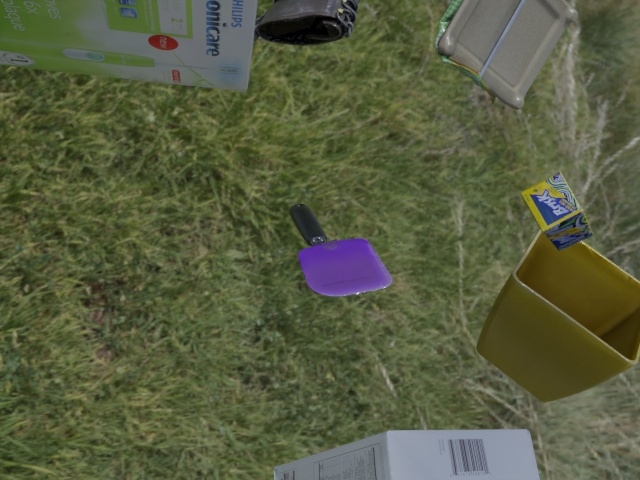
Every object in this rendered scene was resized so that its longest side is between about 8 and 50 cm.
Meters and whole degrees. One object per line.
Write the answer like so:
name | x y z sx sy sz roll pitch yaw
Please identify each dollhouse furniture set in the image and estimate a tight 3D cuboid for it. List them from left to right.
dollhouse furniture set | 0.236 -0.346 0.915 0.198 0.151 0.301 21 103 -44

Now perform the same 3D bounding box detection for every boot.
boot | 0.049 -0.349 0.966 0.091 0.263 0.228 61 34 -45

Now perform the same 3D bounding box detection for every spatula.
spatula | 0.000 0.000 0.832 0.296 0.084 0.030 -130 -149 -70

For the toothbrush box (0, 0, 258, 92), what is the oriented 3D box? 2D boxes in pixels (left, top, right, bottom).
toothbrush box | -0.205 -0.261 0.716 0.284 0.206 0.122 4 75 -9

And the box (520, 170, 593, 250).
box | 0.303 -0.033 0.905 0.169 0.054 0.059 22 42 -64

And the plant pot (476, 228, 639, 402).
plant pot | 0.376 0.130 1.151 0.212 0.187 0.212 37 41 10

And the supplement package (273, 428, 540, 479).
supplement package | 0.094 0.336 0.810 0.199 0.263 0.197 8 63 -29
